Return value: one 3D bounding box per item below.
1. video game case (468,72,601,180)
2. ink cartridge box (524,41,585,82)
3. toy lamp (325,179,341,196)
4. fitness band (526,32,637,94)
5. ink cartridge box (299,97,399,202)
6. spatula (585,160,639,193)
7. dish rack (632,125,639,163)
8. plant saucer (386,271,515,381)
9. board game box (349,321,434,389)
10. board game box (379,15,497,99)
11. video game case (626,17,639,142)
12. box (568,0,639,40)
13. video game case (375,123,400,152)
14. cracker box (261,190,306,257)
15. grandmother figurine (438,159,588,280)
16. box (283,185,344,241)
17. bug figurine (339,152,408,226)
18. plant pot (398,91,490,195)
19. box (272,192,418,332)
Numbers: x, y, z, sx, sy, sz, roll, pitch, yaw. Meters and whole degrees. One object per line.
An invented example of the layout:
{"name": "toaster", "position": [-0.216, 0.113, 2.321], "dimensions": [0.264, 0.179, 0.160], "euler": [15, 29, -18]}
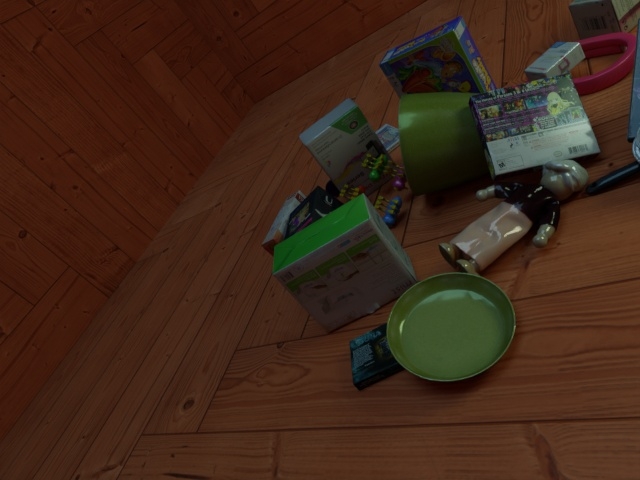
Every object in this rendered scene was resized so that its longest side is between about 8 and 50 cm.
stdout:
{"name": "video game case", "position": [0.481, -0.260, 1.098], "dimensions": [0.232, 0.042, 0.210], "euler": [-13, 74, 5]}
{"name": "ink cartridge box", "position": [0.643, -0.485, 1.327], "dimensions": [0.122, 0.052, 0.088], "euler": [-40, 28, 3]}
{"name": "toy lamp", "position": [0.053, -0.262, 1.802], "dimensions": [0.080, 0.080, 0.274], "euler": [-28, 30, 22]}
{"name": "fitness band", "position": [0.719, -0.477, 1.332], "dimensions": [0.209, 0.054, 0.291], "euler": [-51, 28, -15]}
{"name": "ink cartridge box", "position": [0.097, -0.280, 1.558], "dimensions": [0.201, 0.278, 0.117], "euler": [-36, 31, 7]}
{"name": "spatula", "position": [0.671, -0.162, 0.937], "dimensions": [0.297, 0.030, 0.084], "euler": [-24, 34, 28]}
{"name": "dish rack", "position": [0.724, -0.269, 0.815], "dimensions": [0.286, 0.072, 0.332], "euler": [27, 96, 49]}
{"name": "plant saucer", "position": [0.247, 0.166, 0.922], "dimensions": [0.241, 0.037, 0.240], "euler": [-17, 41, 16]}
{"name": "board game box", "position": [0.148, 0.224, 1.015], "dimensions": [0.186, 0.026, 0.126], "euler": [-30, 28, 18]}
{"name": "board game box", "position": [0.357, -0.412, 1.355], "dimensions": [0.234, 0.347, 0.078], "euler": [-10, 40, 45]}
{"name": "video game case", "position": [0.714, -0.330, 0.925], "dimensions": [0.196, 0.026, 0.273], "euler": [2, 78, 45]}
{"name": "box", "position": [0.872, -0.704, 1.391], "dimensions": [0.232, 0.126, 0.148], "euler": [-41, 27, -4]}
{"name": "video game case", "position": [0.215, -0.356, 1.799], "dimensions": [0.183, 0.023, 0.201], "euler": [-38, 28, 3]}
{"name": "cracker box", "position": [-0.071, -0.024, 1.508], "dimensions": [0.067, 0.156, 0.232], "euler": [-26, 30, 40]}
{"name": "grandmother figurine", "position": [0.419, -0.056, 1.033], "dimensions": [0.342, 0.104, 0.207], "euler": [-37, 55, 0]}
{"name": "box", "position": [0.000, 0.000, 1.352], "dimensions": [0.143, 0.165, 0.270], "euler": [-43, 22, 31]}
{"name": "bug figurine", "position": [0.178, -0.150, 1.437], "dimensions": [0.279, 0.072, 0.216], "euler": [31, 96, 57]}
{"name": "plant pot", "position": [0.380, -0.268, 1.250], "dimensions": [0.294, 0.274, 0.274], "euler": [-5, 41, 23]}
{"name": "box", "position": [0.059, 0.062, 1.144], "dimensions": [0.262, 0.231, 0.126], "euler": [-31, 30, 17]}
